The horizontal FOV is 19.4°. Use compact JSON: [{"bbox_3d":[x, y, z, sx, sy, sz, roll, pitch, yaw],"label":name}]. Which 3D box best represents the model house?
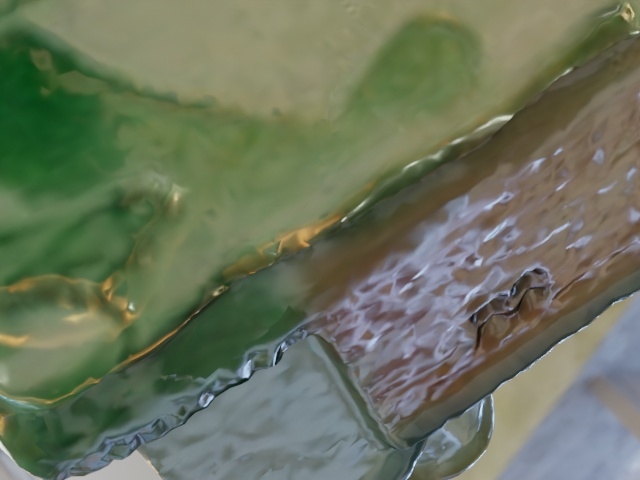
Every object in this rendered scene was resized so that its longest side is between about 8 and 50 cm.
[{"bbox_3d":[0.000,0.000,0.739,0.267,0.194,0.325,-33,-31,-4],"label":"model house"}]
